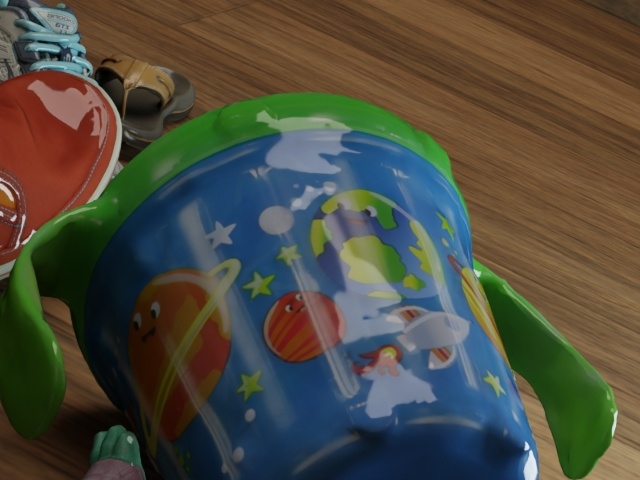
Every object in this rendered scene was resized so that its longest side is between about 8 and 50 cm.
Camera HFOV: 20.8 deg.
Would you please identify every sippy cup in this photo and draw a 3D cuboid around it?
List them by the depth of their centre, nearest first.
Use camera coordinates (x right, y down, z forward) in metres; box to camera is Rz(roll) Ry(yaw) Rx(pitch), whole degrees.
[{"bbox_3d":[0.002,0.078,0.916,0.305,0.240,0.224,-21,43,-5],"label":"sippy cup"}]

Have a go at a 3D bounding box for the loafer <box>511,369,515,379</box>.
[{"bbox_3d":[0.071,0.098,1.161,0.148,0.050,0.056,5,26,-41],"label":"loafer"}]

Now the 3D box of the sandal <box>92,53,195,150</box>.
[{"bbox_3d":[-0.154,-0.129,1.491,0.090,0.060,0.219,26,20,9],"label":"sandal"}]

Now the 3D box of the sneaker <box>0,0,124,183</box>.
[{"bbox_3d":[-0.215,-0.113,1.260,0.283,0.122,0.110,39,10,35],"label":"sneaker"}]

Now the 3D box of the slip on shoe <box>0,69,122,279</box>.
[{"bbox_3d":[-0.222,-0.037,1.019,0.123,0.101,0.331,32,34,17],"label":"slip on shoe"}]

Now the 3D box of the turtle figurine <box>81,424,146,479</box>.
[{"bbox_3d":[-0.195,0.128,0.709,0.234,0.118,0.175,-1,-10,-33],"label":"turtle figurine"}]
